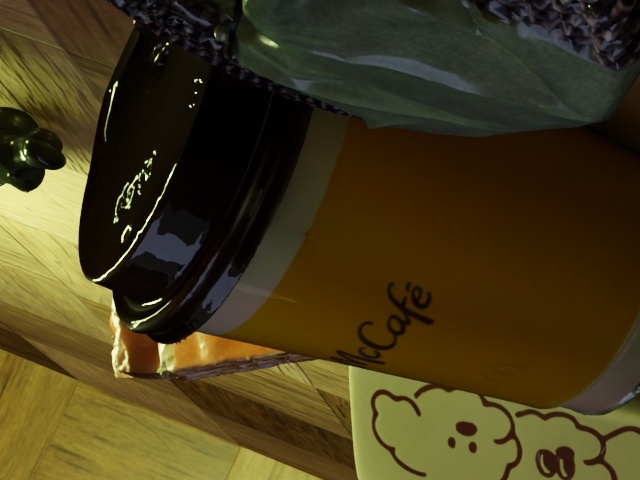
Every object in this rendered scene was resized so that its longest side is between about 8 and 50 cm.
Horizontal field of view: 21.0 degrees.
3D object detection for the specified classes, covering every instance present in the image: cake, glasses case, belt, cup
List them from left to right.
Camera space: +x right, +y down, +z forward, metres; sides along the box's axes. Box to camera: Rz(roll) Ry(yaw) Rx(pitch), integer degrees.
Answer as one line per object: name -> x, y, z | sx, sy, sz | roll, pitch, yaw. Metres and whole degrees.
cake -> -0.053, 0.063, 1.523 | 0.287, 0.135, 0.098 | 0, 157, 11
belt -> -0.008, -0.130, 0.556 | 0.260, 0.122, 0.325 | 29, 168, -6
cup -> 0.032, -0.016, 0.828 | 0.280, 0.196, 0.196 | 21, 169, -21
glasses case -> 0.180, 0.158, 1.299 | 0.336, 0.076, 0.144 | 11, 118, 33

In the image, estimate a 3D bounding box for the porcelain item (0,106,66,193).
porcelain item -> -0.253, -0.070, 1.342 | 0.081, 0.069, 0.216 | 43, 161, -22
